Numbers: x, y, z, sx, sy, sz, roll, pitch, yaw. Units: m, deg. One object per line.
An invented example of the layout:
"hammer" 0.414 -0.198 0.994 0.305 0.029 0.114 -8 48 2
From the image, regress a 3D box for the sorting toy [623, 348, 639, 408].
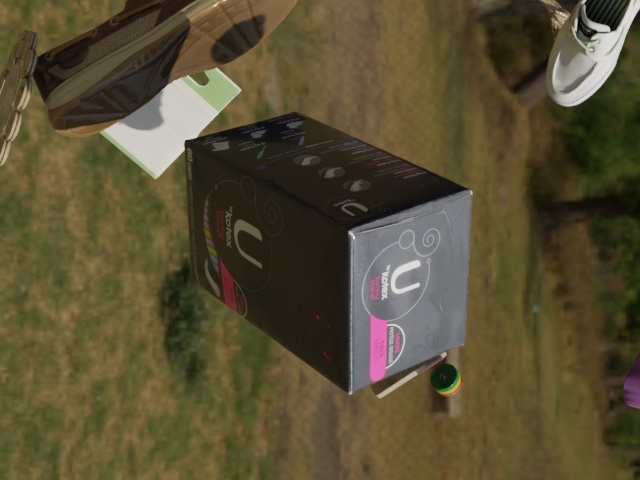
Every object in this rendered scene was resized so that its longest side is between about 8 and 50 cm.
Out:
"sorting toy" 0.401 0.209 1.161 0.127 0.126 0.365 -62 142 -21

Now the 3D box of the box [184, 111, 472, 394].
"box" 0.000 0.000 1.128 0.143 0.270 0.165 -19 120 -32

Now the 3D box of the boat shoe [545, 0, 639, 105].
"boat shoe" 0.330 -0.263 1.435 0.076 0.083 0.226 -19 139 -56

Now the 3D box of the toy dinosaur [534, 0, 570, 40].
"toy dinosaur" 0.352 -0.303 1.686 0.183 0.053 0.092 32 33 -45

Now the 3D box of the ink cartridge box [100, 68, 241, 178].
"ink cartridge box" -0.257 -0.232 1.926 0.171 0.235 0.056 41 28 -13

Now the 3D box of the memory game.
"memory game" -0.370 -0.164 1.416 0.186 0.012 0.186 -42 -141 48

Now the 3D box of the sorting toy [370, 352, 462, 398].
"sorting toy" 0.127 0.175 1.944 0.046 0.132 0.274 50 8 -45

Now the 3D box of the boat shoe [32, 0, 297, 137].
"boat shoe" -0.186 -0.256 1.399 0.123 0.342 0.123 61 6 22
